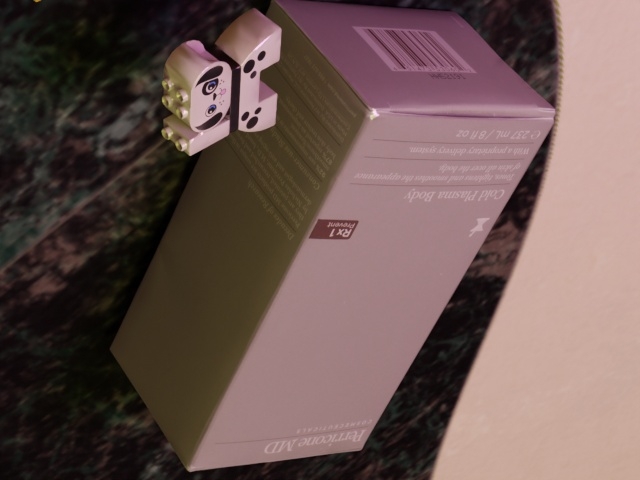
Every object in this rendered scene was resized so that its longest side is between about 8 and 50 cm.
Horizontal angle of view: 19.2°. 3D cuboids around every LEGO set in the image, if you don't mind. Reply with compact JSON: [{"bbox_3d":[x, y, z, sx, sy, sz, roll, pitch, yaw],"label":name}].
[{"bbox_3d":[-0.074,-0.133,0.775,0.093,0.087,0.227,-31,146,-30],"label":"LEGO set"}]

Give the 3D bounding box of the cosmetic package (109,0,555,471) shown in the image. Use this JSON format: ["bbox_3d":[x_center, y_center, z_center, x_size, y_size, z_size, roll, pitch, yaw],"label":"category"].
[{"bbox_3d":[0.000,0.000,0.968,0.127,0.107,0.238,-4,130,-38],"label":"cosmetic package"}]
